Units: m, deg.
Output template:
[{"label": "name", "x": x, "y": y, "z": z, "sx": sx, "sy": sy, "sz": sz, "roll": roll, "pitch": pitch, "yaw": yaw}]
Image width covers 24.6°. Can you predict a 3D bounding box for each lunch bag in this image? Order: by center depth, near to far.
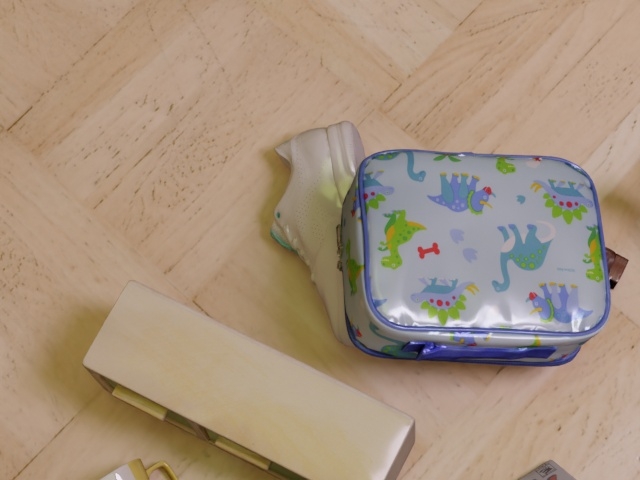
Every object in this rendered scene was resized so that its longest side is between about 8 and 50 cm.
[{"label": "lunch bag", "x": 0.125, "y": 0.018, "z": 1.219, "sx": 0.219, "sy": 0.090, "sz": 0.176, "roll": 2, "pitch": 65, "yaw": -13}]

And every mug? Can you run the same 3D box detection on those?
[{"label": "mug", "x": -0.158, "y": 0.224, "z": 1.244, "sx": 0.078, "sy": 0.062, "sz": 0.064, "roll": -33, "pitch": 80, "yaw": -1}]

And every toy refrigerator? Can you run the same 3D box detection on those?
[{"label": "toy refrigerator", "x": -0.060, "y": 0.142, "z": 1.242, "sx": 0.269, "sy": 0.102, "sz": 0.094, "roll": 26, "pitch": 75, "yaw": 11}]

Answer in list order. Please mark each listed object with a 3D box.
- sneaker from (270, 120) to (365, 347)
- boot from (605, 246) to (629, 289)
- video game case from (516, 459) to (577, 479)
[{"label": "sneaker", "x": 0.000, "y": 0.000, "z": 1.310, "sx": 0.094, "sy": 0.080, "sz": 0.212, "roll": -11, "pitch": 65, "yaw": 13}, {"label": "boot", "x": 0.201, "y": 0.030, "z": 1.297, "sx": 0.114, "sy": 0.037, "sz": 0.106, "roll": 29, "pitch": 62, "yaw": 9}, {"label": "video game case", "x": 0.151, "y": 0.244, "z": 1.180, "sx": 0.157, "sy": 0.143, "sz": 0.019, "roll": -31, "pitch": 105, "yaw": -7}]
